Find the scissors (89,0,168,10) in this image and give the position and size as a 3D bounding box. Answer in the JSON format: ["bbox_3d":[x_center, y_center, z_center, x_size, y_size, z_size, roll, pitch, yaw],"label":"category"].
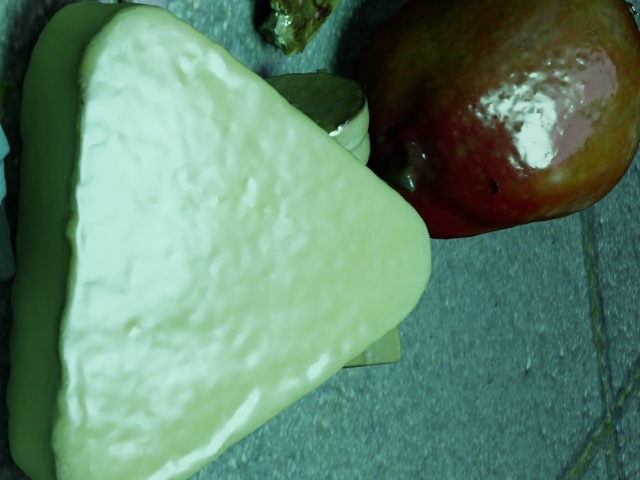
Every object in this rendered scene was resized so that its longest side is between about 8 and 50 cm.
[{"bbox_3d":[-0.132,-0.225,1.459,0.110,0.021,0.212,39,63,-53],"label":"scissors"}]

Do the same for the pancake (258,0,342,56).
[{"bbox_3d":[-0.026,-0.300,1.601,0.244,0.057,0.266,19,82,-47],"label":"pancake"}]

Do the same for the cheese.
[{"bbox_3d":[-0.069,0.014,1.420,0.384,0.104,0.384,-7,101,-36],"label":"cheese"}]

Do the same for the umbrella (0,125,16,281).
[{"bbox_3d":[-0.247,-0.085,1.258,0.052,0.053,0.250,-41,130,-50],"label":"umbrella"}]

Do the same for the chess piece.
[{"bbox_3d":[0.000,0.000,1.633,0.137,0.137,0.301,-51,139,-43],"label":"chess piece"}]

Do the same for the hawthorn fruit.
[{"bbox_3d":[0.167,-0.134,1.761,0.311,0.295,0.295,-36,136,-8],"label":"hawthorn fruit"}]
